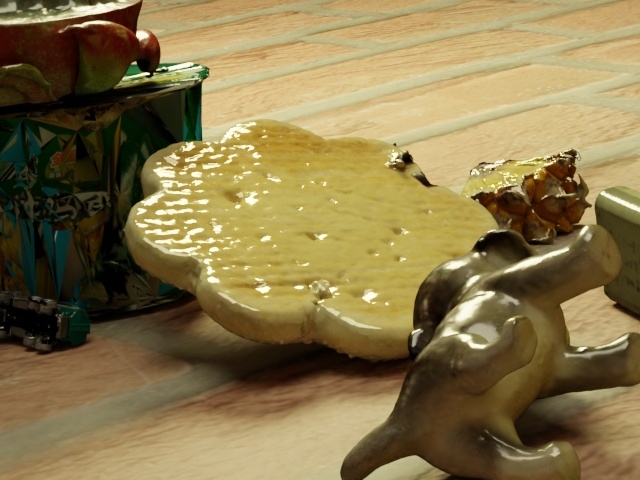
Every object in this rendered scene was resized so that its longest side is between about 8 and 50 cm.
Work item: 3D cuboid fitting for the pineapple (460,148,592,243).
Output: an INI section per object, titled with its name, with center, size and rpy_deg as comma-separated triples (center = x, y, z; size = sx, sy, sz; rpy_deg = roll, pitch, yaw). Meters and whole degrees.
[pineapple]
center = 0.163, -0.038, 1.720
size = 0.137, 0.069, 0.116
rpy_deg = -15, 18, -25

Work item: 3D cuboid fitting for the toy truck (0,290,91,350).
[toy truck]
center = -0.223, 0.063, 1.547
size = 0.083, 0.039, 0.044
rpy_deg = 10, 5, 41

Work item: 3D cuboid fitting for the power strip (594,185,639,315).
[power strip]
center = 0.257, 0.022, 1.419
size = 0.034, 0.092, 0.268
rpy_deg = -14, 17, -16

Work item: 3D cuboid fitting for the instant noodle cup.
[instant noodle cup]
center = -0.194, -0.045, 1.649
size = 0.240, 0.178, 0.240
rpy_deg = -7, 14, 2

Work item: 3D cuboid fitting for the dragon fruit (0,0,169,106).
[dragon fruit]
center = -0.275, -0.173, 1.592
size = 0.295, 0.130, 0.268
rpy_deg = -1, 20, 23

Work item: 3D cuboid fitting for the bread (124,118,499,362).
[bread]
center = 0.000, 0.000, 1.513
size = 0.316, 0.054, 0.316
rpy_deg = 10, 31, -6

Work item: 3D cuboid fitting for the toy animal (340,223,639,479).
[toy animal]
center = 0.118, 0.075, 1.249
size = 0.168, 0.121, 0.233
rpy_deg = -16, 19, 29
